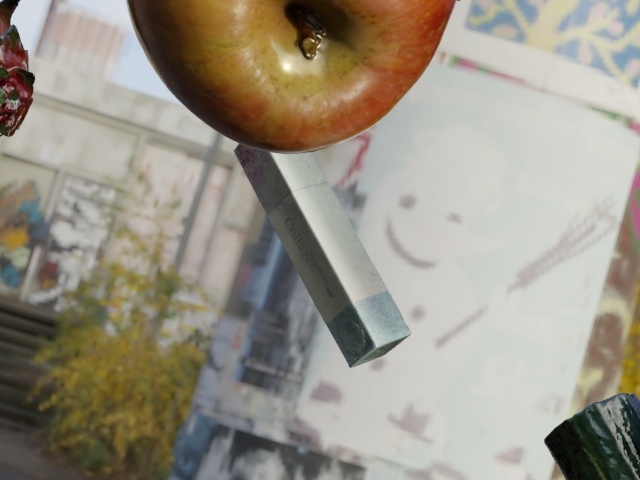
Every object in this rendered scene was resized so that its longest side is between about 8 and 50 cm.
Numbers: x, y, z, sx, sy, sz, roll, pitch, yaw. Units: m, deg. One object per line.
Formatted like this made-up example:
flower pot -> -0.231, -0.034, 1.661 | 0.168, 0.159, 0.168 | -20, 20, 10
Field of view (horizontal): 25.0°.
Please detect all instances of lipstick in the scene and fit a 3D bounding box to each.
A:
lipstick -> 0.000, 0.000, 1.791 | 0.068, 0.317, 0.066 | -17, -18, -41

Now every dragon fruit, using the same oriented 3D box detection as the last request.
dragon fruit -> -0.322, -0.150, 1.290 | 0.121, 0.142, 0.130 | -20, -9, 32

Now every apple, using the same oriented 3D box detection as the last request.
apple -> -0.021, -0.195, 0.987 | 0.242, 0.242, 0.241 | 18, 32, -18

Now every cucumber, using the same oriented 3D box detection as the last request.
cucumber -> 0.316, 0.235, 1.570 | 0.116, 0.115, 0.062 | -28, -17, 6
